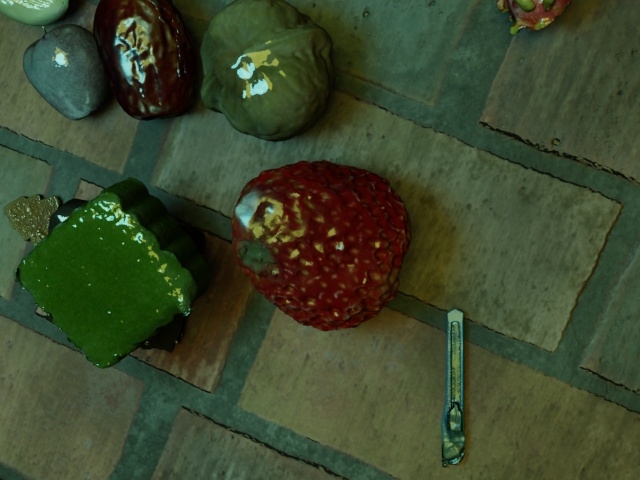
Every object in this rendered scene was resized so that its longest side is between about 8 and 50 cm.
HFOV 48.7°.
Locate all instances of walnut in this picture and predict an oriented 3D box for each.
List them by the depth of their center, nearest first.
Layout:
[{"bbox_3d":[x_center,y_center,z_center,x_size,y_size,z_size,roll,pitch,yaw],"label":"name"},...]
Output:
[{"bbox_3d":[-0.091,-0.292,1.213,0.248,0.248,0.248,1,93,10],"label":"walnut"}]

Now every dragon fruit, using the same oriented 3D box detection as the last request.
[{"bbox_3d":[0.362,-0.445,1.172,0.133,0.150,0.207,-4,88,43],"label":"dragon fruit"}]

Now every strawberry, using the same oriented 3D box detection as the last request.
[{"bbox_3d":[0.012,0.006,1.174,0.292,0.310,0.291,0,88,10],"label":"strawberry"}]

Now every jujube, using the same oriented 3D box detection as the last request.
[{"bbox_3d":[-0.317,-0.340,1.275,0.183,0.183,0.243,-5,98,11],"label":"jujube"}]

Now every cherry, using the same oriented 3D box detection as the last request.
[{"bbox_3d":[-0.465,-0.318,1.318,0.176,0.140,0.176,22,136,23],"label":"cherry"}]

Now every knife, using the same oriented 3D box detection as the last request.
[{"bbox_3d":[0.241,0.270,1.286,0.044,0.026,0.296,1,94,22],"label":"knife"}]

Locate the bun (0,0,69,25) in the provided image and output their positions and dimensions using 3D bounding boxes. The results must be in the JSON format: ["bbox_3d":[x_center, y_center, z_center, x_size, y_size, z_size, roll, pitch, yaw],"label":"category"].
[{"bbox_3d":[-0.546,-0.501,1.337,0.193,0.128,0.178,28,98,-4],"label":"bun"}]

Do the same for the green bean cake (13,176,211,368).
[{"bbox_3d":[-0.342,0.054,1.201,0.250,0.156,0.247,-38,97,15],"label":"green bean cake"}]

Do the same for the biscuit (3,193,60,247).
[{"bbox_3d":[-0.575,-0.046,1.419,0.130,0.019,0.119,22,97,8],"label":"biscuit"}]

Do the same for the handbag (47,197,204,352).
[{"bbox_3d":[-0.378,0.067,1.345,0.285,0.113,0.257,15,102,2],"label":"handbag"}]
